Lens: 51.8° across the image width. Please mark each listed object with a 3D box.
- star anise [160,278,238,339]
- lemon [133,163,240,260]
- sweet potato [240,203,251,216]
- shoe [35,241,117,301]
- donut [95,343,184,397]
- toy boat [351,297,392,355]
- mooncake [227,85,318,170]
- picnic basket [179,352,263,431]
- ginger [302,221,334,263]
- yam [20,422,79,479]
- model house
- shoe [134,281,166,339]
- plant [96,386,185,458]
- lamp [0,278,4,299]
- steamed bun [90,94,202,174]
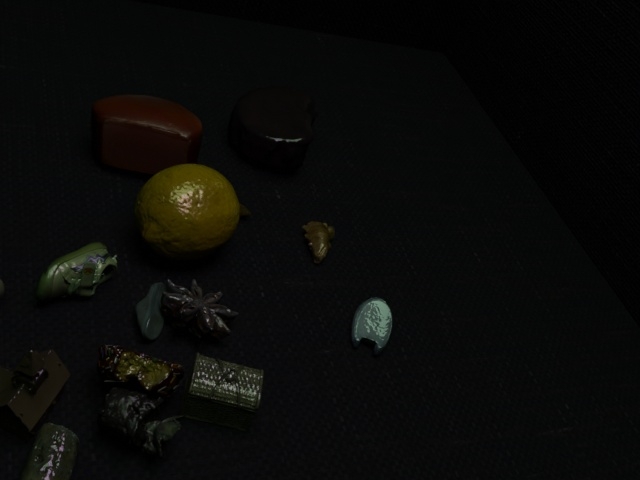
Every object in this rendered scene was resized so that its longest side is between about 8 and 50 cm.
[{"bbox_3d":[-0.372,0.219,1.963,0.223,0.109,0.236,12,25,-51],"label":"star anise"},{"bbox_3d":[-0.423,-0.092,2.098,0.336,0.336,0.336,14,43,-14],"label":"lemon"},{"bbox_3d":[-0.415,-0.150,2.339,0.346,0.079,0.108,28,13,3],"label":"sweet potato"},{"bbox_3d":[-0.695,0.091,1.897,0.128,0.140,0.262,26,34,14],"label":"shoe"},{"bbox_3d":[-0.478,0.343,1.718,0.230,0.216,0.095,25,69,-27],"label":"donut"},{"bbox_3d":[0.170,0.288,2.208,0.134,0.078,0.207,16,53,-1],"label":"toy boat"},{"bbox_3d":[-0.187,-0.454,2.653,0.351,0.212,0.381,22,44,1],"label":"mooncake"},{"bbox_3d":[-0.266,0.406,1.790,0.197,0.154,0.134,18,43,-11],"label":"picnic basket"},{"bbox_3d":[-0.009,-0.011,2.398,0.115,0.081,0.205,52,28,-20],"label":"ginger"},{"bbox_3d":[-0.627,0.522,1.527,0.107,0.107,0.194,14,42,-14],"label":"yam"},{"bbox_3d":[-0.714,0.323,1.574,0.176,0.248,0.180,25,40,-1],"label":"model house"},{"bbox_3d":[-0.507,0.209,1.942,0.078,0.079,0.195,-6,49,15],"label":"shoe"},{"bbox_3d":[-0.452,0.455,1.655,0.203,0.131,0.142,21,55,-6],"label":"plant"},{"bbox_3d":[-0.891,0.172,1.768,0.091,0.091,0.163,-7,65,-32],"label":"lamp"},{"bbox_3d":[-0.611,-0.384,2.342,0.380,0.234,0.248,11,35,-8],"label":"steamed bun"}]
